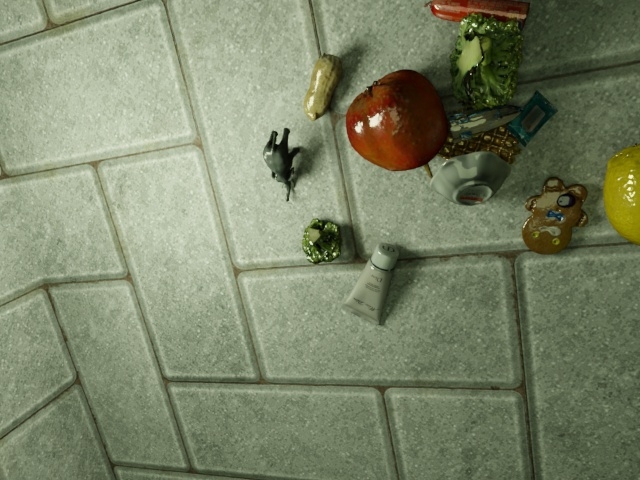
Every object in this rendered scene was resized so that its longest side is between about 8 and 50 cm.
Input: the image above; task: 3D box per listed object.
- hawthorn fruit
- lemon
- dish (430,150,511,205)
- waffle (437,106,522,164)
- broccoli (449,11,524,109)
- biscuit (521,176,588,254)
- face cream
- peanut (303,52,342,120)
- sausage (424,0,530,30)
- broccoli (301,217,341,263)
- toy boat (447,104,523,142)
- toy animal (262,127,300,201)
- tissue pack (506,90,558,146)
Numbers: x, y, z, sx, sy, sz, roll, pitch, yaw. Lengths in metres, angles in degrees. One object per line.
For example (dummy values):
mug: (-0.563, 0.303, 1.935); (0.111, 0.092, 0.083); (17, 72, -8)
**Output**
hawthorn fruit: (0.234, -0.308, 1.454); (0.287, 0.287, 0.330); (-31, 108, 26)
lemon: (0.862, -0.123, 1.301); (0.245, 0.245, 0.319); (-8, 103, 22)
dish: (0.434, -0.155, 1.462); (0.230, 0.081, 0.229); (-2, 149, -1)
waffle: (0.458, -0.284, 1.496); (0.229, 0.051, 0.231); (-24, 100, 25)
broccoli: (0.456, -0.473, 1.331); (0.181, 0.273, 0.242); (-4, 92, -3)
biscuit: (0.687, -0.065, 1.502); (0.180, 0.039, 0.236); (17, 116, 12)
face cream: (0.182, 0.149, 1.744); (0.143, 0.089, 0.314); (25, 126, 11)
peanut: (0.007, -0.470, 1.567); (0.100, 0.099, 0.214); (23, 119, 11)
sausage: (0.417, -0.622, 1.375); (0.274, 0.074, 0.074); (16, 113, 15)
broccoli: (0.000, 0.000, 1.727); (0.146, 0.138, 0.162); (-10, 68, 18)
toy boat: (0.456, -0.333, 1.417); (0.210, 0.066, 0.084); (-13, 104, 16)
toy animal: (-0.122, -0.257, 1.678); (0.082, 0.137, 0.269); (8, 151, 15)
tissue pack: (0.587, -0.340, 1.423); (0.085, 0.028, 0.138); (42, 94, -6)
